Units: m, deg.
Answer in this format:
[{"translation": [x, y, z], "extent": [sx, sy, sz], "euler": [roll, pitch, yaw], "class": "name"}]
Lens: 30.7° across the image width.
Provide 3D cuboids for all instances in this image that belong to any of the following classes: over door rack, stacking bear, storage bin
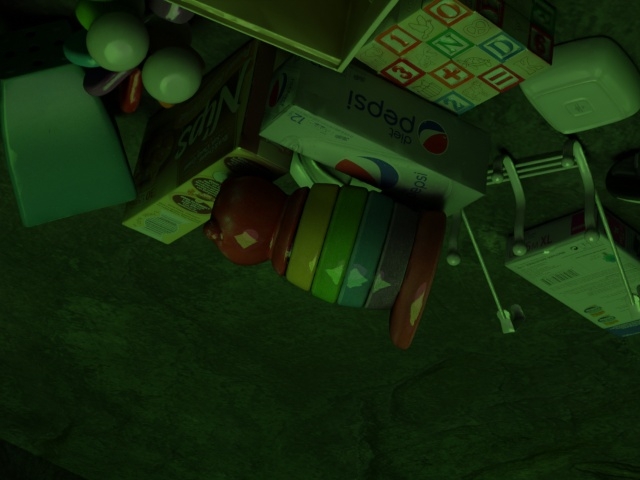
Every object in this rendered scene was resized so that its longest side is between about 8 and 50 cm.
[{"translation": [0.322, 0.017, 1.718], "extent": [0.240, 0.108, 0.324], "euler": [-10, 125, 35], "class": "over door rack"}, {"translation": [0.000, 0.000, 1.473], "extent": [0.289, 0.175, 0.164], "euler": [16, 144, 0], "class": "stacking bear"}, {"translation": [-0.031, -0.342, 1.262], "extent": [0.260, 0.123, 0.262], "euler": [19, 151, -16], "class": "storage bin"}]

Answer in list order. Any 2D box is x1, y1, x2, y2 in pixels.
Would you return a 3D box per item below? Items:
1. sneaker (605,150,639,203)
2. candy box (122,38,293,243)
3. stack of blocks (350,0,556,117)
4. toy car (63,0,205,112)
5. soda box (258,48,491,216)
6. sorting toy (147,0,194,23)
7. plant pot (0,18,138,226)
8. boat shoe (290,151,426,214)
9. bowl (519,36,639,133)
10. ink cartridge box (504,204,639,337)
[{"translation": [0.520, -0.070, 1.607], "extent": [0.229, 0.086, 0.132], "euler": [-8, 148, 30], "class": "sneaker"}, {"translation": [-0.151, -0.133, 1.618], "extent": [0.088, 0.182, 0.316], "euler": [25, 149, -30], "class": "candy box"}, {"translation": [0.123, -0.231, 1.446], "extent": [0.171, 0.087, 0.297], "euler": [27, 148, -28], "class": "stack of blocks"}, {"translation": [-0.242, -0.232, 1.470], "extent": [0.182, 0.159, 0.136], "euler": [30, 116, -31], "class": "toy car"}, {"translation": [0.072, -0.131, 1.449], "extent": [0.286, 0.098, 0.091], "euler": [22, 150, -24], "class": "soda box"}, {"translation": [-0.298, -0.371, 1.361], "extent": [0.366, 0.127, 0.126], "euler": [16, 122, -16], "class": "sorting toy"}, {"translation": [-0.367, -0.174, 1.608], "extent": [0.166, 0.165, 0.234], "euler": [-15, 137, -9], "class": "plant pot"}, {"translation": [0.060, -0.089, 1.722], "extent": [0.088, 0.096, 0.267], "euler": [-20, 141, 37], "class": "boat shoe"}, {"translation": [0.332, -0.190, 1.487], "extent": [0.142, 0.053, 0.142], "euler": [-12, 142, 35], "class": "bowl"}, {"translation": [0.468, 0.059, 1.879], "extent": [0.311, 0.065, 0.186], "euler": [33, 144, -30], "class": "ink cartridge box"}]
